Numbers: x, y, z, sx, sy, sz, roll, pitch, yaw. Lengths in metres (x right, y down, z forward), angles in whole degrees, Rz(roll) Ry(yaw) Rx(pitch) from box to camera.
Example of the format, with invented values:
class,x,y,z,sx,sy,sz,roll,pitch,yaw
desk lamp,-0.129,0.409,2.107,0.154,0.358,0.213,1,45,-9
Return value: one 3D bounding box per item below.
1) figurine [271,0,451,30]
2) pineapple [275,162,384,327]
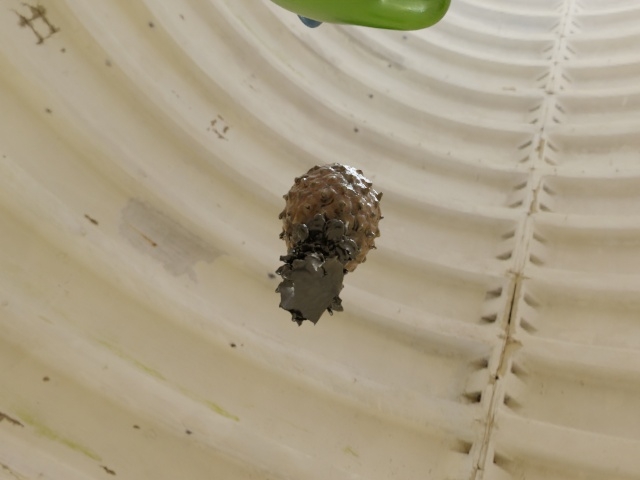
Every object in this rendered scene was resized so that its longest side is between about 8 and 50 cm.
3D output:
class,x,y,z,sx,sy,sz,roll,pitch,yaw
figurine,-0.010,-0.231,0.333,0.263,0.162,0.143,37,-158,24
pineapple,0.000,0.000,0.701,0.157,0.158,0.279,-2,-155,12
